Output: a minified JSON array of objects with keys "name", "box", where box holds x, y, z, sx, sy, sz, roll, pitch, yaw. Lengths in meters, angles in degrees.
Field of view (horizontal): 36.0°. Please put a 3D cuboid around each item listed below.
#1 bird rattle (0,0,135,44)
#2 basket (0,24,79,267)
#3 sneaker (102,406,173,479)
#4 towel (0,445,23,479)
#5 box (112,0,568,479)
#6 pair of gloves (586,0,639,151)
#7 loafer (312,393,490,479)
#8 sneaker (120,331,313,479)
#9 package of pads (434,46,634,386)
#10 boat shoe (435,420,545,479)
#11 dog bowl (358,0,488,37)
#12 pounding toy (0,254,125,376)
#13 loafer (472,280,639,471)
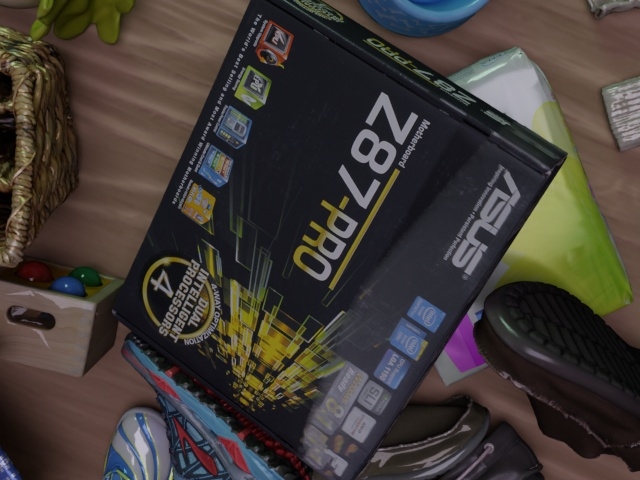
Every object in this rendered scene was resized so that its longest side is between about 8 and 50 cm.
[{"name":"bird rattle","box":[-0.286,-0.328,1.005,0.207,0.143,0.253,4,97,19]},{"name":"basket","box":[-0.414,-0.105,0.973,0.299,0.223,0.213,1,114,3]},{"name":"sneaker","box":[-0.211,0.313,1.097,0.091,0.126,0.240,6,100,2]},{"name":"towel","box":[-0.456,0.210,1.082,0.243,0.040,0.336,-30,98,38]},{"name":"box","box":[0.000,0.000,0.970,0.318,0.097,0.395,35,115,11]},{"name":"pair of gloves","box":[0.386,-0.226,1.023,0.204,0.042,0.240,-10,98,5]},{"name":"loafer","box":[0.062,0.219,1.084,0.251,0.094,0.087,-21,101,7]},{"name":"sneaker","box":[-0.138,0.208,1.066,0.262,0.104,0.125,43,104,18]},{"name":"package of pads","box":[0.172,-0.028,1.035,0.229,0.101,0.296,-25,97,7]},{"name":"boat shoe","box":[0.090,0.312,1.099,0.335,0.112,0.095,-27,79,1]},{"name":"dog bowl","box":[0.097,-0.350,0.975,0.166,0.074,0.297,-17,106,-7]},{"name":"pounding toy","box":[-0.320,0.073,1.024,0.181,0.206,0.094,14,99,1]},{"name":"loafer","box":[0.268,0.163,0.983,0.366,0.134,0.130,31,117,-34]}]
